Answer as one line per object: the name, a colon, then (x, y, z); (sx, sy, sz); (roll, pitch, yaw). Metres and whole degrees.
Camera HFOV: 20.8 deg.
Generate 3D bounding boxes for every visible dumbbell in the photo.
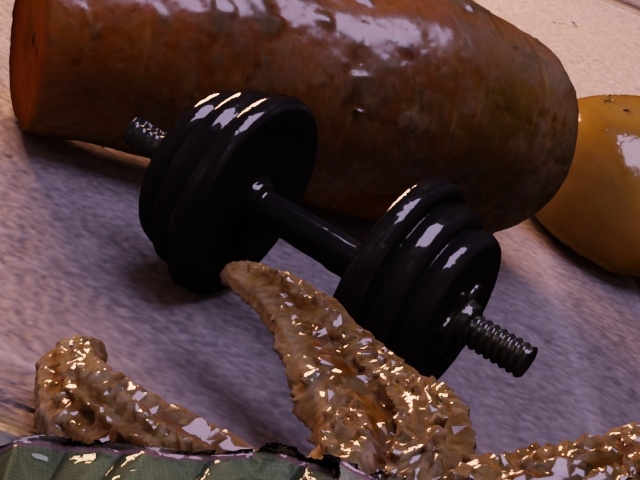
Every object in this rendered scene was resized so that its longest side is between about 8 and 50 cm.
dumbbell: (0.000, 0.000, 0.740); (0.208, 0.099, 0.099); (31, 21, 21)

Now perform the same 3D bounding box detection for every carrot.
carrot: (-0.006, -0.077, 0.899); (0.302, 0.139, 0.139); (5, 26, -26)

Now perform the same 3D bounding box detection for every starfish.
starfish: (0.041, 0.090, 0.560); (0.302, 0.060, 0.299); (5, 23, 5)

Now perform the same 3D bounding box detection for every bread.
bread: (0.223, -0.033, 1.080); (0.217, 0.098, 0.147); (5, 31, -39)

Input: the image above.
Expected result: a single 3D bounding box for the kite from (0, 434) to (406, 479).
kite: (-0.124, 0.081, 0.456); (0.323, 0.013, 0.268); (4, 30, -15)
